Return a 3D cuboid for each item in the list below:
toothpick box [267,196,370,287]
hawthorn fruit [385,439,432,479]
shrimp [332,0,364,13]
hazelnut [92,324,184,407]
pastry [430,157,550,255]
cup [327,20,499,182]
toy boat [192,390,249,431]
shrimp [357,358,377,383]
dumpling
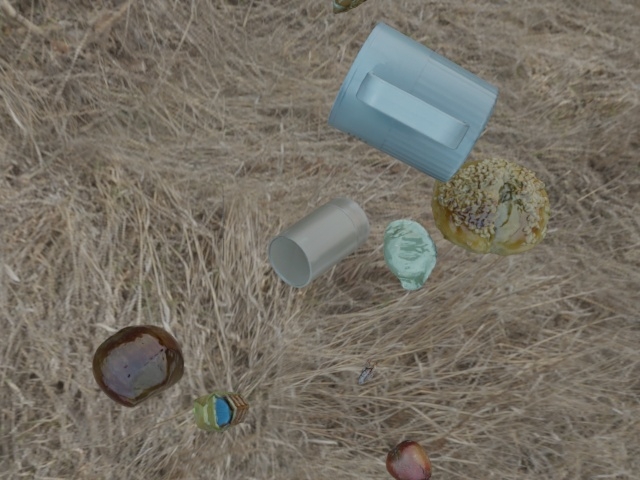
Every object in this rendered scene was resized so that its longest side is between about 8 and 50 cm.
[{"bbox_3d":[0.000,0.000,1.235,0.111,0.111,0.181,50,49,6],"label":"toothpick box"},{"bbox_3d":[0.146,0.370,1.085,0.077,0.077,0.077,2,76,-7],"label":"hawthorn fruit"},{"bbox_3d":[0.072,-0.350,0.917,0.041,0.099,0.180,48,31,1],"label":"shrimp"},{"bbox_3d":[-0.471,0.313,1.721,0.234,0.218,0.218,-16,75,-55],"label":"hazelnut"},{"bbox_3d":[0.451,-0.102,1.736,0.316,0.184,0.284,13,63,9],"label":"pastry"},{"bbox_3d":[0.214,-0.312,1.457,0.311,0.331,0.256,28,78,1],"label":"cup"},{"bbox_3d":[-0.156,0.269,1.036,0.066,0.172,0.065,-10,77,13],"label":"toy boat"},{"bbox_3d":[0.136,0.369,1.853,0.038,0.029,0.092,4,43,28],"label":"shrimp"},{"bbox_3d":[0.261,0.038,1.911,0.153,0.108,0.219,-18,72,8],"label":"dumpling"}]
